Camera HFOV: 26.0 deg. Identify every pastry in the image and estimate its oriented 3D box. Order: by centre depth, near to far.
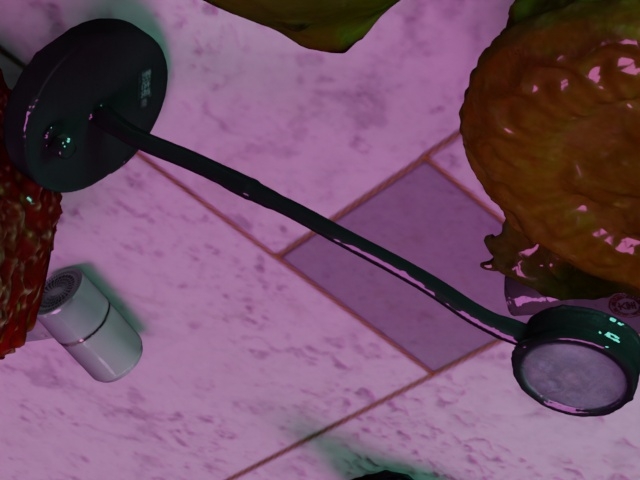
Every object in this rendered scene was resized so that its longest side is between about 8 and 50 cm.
[{"bbox_3d":[0.200,-0.066,0.699,0.240,0.132,0.235,11,147,19],"label":"pastry"}]

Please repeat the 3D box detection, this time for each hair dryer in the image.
[{"bbox_3d":[-0.206,0.068,1.032,0.137,0.047,0.082,-8,133,34],"label":"hair dryer"}]

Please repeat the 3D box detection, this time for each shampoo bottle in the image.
[{"bbox_3d":[0.196,0.026,0.848,0.165,0.040,0.080,-6,135,23],"label":"shampoo bottle"}]

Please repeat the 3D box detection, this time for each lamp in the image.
[{"bbox_3d":[0.011,-0.026,0.777,0.371,0.108,0.130,17,139,12],"label":"lamp"}]

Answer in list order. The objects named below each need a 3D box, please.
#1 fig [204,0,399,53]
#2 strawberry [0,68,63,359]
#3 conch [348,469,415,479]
[{"bbox_3d":[-0.012,-0.173,0.591,0.203,0.203,0.225,0,128,19],"label":"fig"},{"bbox_3d":[-0.290,-0.012,0.830,0.261,0.257,0.261,4,140,3],"label":"strawberry"},{"bbox_3d":[0.054,0.220,1.072,0.233,0.086,0.080,36,95,-15],"label":"conch"}]
